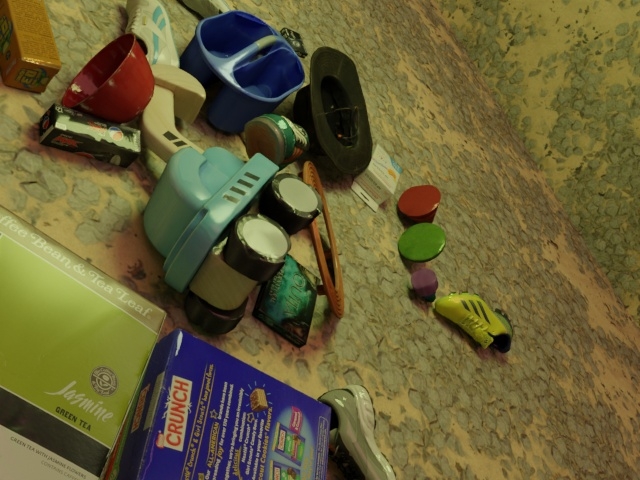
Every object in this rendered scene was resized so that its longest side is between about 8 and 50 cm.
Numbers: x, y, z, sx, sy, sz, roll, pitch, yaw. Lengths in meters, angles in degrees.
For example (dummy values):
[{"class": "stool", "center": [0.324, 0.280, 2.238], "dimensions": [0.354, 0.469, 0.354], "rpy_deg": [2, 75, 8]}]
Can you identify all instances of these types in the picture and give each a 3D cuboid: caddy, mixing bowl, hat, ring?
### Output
[{"class": "caddy", "center": [-0.174, -0.402, 1.558], "dimensions": [0.241, 0.179, 0.341], "rpy_deg": [47, 34, -5]}, {"class": "mixing bowl", "center": [-0.372, -0.280, 1.247], "dimensions": [0.098, 0.182, 0.181], "rpy_deg": [44, 34, -37]}, {"class": "hat", "center": [0.010, -0.322, 1.748], "dimensions": [0.331, 0.134, 0.331], "rpy_deg": [19, 67, -54]}, {"class": "ring", "center": [0.000, 0.000, 1.424], "dimensions": [0.336, 0.032, 0.336], "rpy_deg": [-11, 90, -82]}]

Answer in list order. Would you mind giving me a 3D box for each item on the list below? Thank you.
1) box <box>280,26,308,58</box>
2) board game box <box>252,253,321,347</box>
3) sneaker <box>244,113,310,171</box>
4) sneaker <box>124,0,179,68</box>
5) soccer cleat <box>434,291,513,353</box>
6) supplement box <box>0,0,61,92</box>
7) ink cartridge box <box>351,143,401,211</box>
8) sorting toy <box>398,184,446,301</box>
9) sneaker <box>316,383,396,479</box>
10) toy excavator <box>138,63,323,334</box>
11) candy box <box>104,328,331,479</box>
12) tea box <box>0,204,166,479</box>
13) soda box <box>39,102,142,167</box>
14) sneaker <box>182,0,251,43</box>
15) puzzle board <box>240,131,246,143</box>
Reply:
[{"class": "box", "center": [-0.077, -0.574, 1.973], "dimensions": [0.067, 0.018, 0.083], "rpy_deg": [7, 56, -47]}, {"class": "board game box", "center": [-0.065, 0.114, 1.388], "dimensions": [0.126, 0.026, 0.186], "rpy_deg": [38, 37, -21]}, {"class": "sneaker", "center": [-0.083, -0.214, 1.413], "dimensions": [0.121, 0.302, 0.108], "rpy_deg": [-35, 92, -11]}, {"class": "sneaker", "center": [-0.376, -0.443, 1.448], "dimensions": [0.092, 0.087, 0.228], "rpy_deg": [0, 59, -47]}, {"class": "soccer cleat", "center": [0.418, 0.222, 1.813], "dimensions": [0.289, 0.093, 0.121], "rpy_deg": [25, 50, -34]}, {"class": "supplement box", "center": [-0.536, -0.383, 1.213], "dimensions": [0.080, 0.078, 0.233], "rpy_deg": [0, 60, -50]}, {"class": "ink cartridge box", "center": [0.155, -0.172, 1.863], "dimensions": [0.104, 0.062, 0.181], "rpy_deg": [43, 36, -15]}, {"class": "sorting toy", "center": [0.287, 0.018, 1.853], "dimensions": [0.126, 0.127, 0.365], "rpy_deg": [63, 23, -46]}, {"class": "sneaker", "center": [0.060, 0.400, 1.244], "dimensions": [0.108, 0.100, 0.271], "rpy_deg": [1, 56, -33]}, {"class": "toy excavator", "center": [-0.227, -0.119, 1.259], "dimensions": [0.445, 0.222, 0.433], "rpy_deg": [37, 39, -4]}, {"class": "candy box", "center": [-0.143, 0.325, 1.031], "dimensions": [0.317, 0.122, 0.268], "rpy_deg": [35, 40, -27]}, {"class": "tea box", "center": [-0.408, 0.155, 0.776], "dimensions": [0.329, 0.220, 0.323], "rpy_deg": [39, 38, -22]}, {"class": "soda box", "center": [-0.406, -0.184, 1.208], "dimensions": [0.169, 0.060, 0.053], "rpy_deg": [15, 56, -43]}, {"class": "sneaker", "center": [-0.249, -0.567, 1.702], "dimensions": [0.237, 0.085, 0.086], "rpy_deg": [44, 46, -15]}, {"class": "puzzle board", "center": [-0.146, -0.232, 1.604], "dimensions": [0.096, 0.011, 0.128], "rpy_deg": [-21, 78, -56]}]
